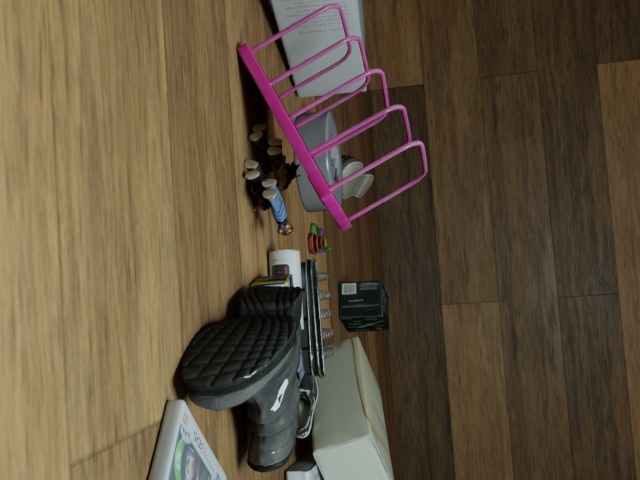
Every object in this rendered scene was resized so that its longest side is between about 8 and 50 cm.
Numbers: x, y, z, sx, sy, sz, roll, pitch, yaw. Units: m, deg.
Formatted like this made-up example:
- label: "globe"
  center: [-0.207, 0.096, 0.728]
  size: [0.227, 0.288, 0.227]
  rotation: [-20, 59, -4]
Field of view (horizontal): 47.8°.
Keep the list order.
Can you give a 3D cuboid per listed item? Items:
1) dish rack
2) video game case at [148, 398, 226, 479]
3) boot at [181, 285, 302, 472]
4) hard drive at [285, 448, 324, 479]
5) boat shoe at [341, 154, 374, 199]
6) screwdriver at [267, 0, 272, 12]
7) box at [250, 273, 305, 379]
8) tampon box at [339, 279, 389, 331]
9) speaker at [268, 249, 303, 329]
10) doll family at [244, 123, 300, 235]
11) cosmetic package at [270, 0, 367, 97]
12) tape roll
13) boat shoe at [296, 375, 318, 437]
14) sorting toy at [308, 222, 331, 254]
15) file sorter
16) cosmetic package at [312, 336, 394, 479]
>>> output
- label: "dish rack"
  center: [-0.017, 0.143, 1.367]
  size: [0.271, 0.074, 0.208]
  rotation: [20, 66, -79]
- label: "video game case"
  center: [-0.141, 0.291, 0.744]
  size: [0.190, 0.022, 0.173]
  rotation: [-84, 165, -45]
- label: "boot"
  center: [-0.074, 0.202, 0.928]
  size: [0.338, 0.118, 0.223]
  rotation: [-41, 131, -72]
- label: "hard drive"
  center: [-0.009, 0.572, 1.294]
  size: [0.233, 0.047, 0.353]
  rotation: [33, 53, -78]
- label: "boat shoe"
  center: [0.065, -0.179, 1.994]
  size: [0.112, 0.095, 0.335]
  rotation: [-59, 167, 5]
- label: "screwdriver"
  center: [-0.101, -0.475, 1.319]
  size: [0.170, 0.025, 0.024]
  rotation: [63, 24, -63]
- label: "box"
  center: [-0.066, 0.141, 1.128]
  size: [0.054, 0.059, 0.169]
  rotation: [-54, 138, -77]
- label: "tampon box"
  center: [0.122, 0.184, 1.998]
  size: [0.161, 0.120, 0.101]
  rotation: [62, 26, -66]
- label: "speaker"
  center: [-0.058, 0.084, 1.215]
  size: [0.055, 0.055, 0.136]
  rotation: [38, 48, -76]
- label: "doll family"
  center: [-0.076, -0.091, 1.161]
  size: [0.111, 0.076, 0.193]
  rotation: [79, 16, -52]
- label: "cosmetic package"
  center: [-0.004, -0.495, 1.401]
  size: [0.453, 0.161, 0.230]
  rotation: [71, 17, -70]
- label: "tape roll"
  center: [-0.001, -0.175, 1.607]
  size: [0.219, 0.072, 0.219]
  rotation: [-5, 90, -80]
- label: "boat shoe"
  center: [-0.032, 0.291, 1.304]
  size: [0.038, 0.046, 0.125]
  rotation: [78, 20, -58]
- label: "sorting toy"
  center: [0.000, 0.000, 1.617]
  size: [0.102, 0.042, 0.061]
  rotation: [-76, 159, -62]
- label: "file sorter"
  center: [0.030, -0.201, 1.181]
  size: [0.291, 0.182, 0.202]
  rotation: [61, 3, 16]
- label: "cosmetic package"
  center: [0.058, 0.345, 1.404]
  size: [0.309, 0.113, 0.160]
  rotation: [-96, 165, -63]
